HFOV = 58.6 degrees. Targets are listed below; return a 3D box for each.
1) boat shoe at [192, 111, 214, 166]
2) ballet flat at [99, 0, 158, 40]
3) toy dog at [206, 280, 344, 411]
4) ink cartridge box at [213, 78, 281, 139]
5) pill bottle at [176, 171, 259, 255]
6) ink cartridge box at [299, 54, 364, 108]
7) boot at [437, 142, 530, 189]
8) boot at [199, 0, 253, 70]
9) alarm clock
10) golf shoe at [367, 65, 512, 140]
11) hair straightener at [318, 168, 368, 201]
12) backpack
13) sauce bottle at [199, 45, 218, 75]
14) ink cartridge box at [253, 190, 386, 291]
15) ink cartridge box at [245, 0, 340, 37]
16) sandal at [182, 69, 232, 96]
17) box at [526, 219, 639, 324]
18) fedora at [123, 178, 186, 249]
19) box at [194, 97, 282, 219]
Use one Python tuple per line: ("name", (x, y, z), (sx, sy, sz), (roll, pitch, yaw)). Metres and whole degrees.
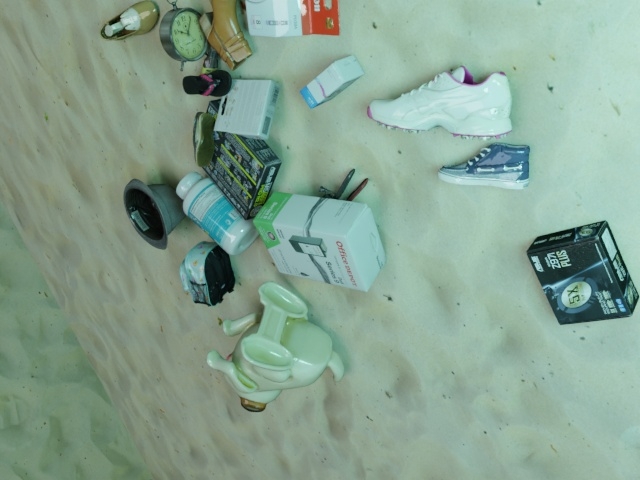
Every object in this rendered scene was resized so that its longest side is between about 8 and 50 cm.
("boat shoe", (-0.324, -0.279, 1.567), (0.049, 0.056, 0.152), (33, 121, 40))
("ballet flat", (-0.549, -0.612, 1.619), (0.232, 0.073, 0.080), (-7, 112, 42))
("toy dog", (-0.158, 0.371, 1.816), (0.395, 0.285, 0.408), (21, 138, -20))
("ink cartridge box", (-0.190, -0.339, 1.470), (0.179, 0.045, 0.146), (15, 91, 42))
("pill bottle", (-0.306, -0.088, 1.697), (0.264, 0.146, 0.146), (41, 135, 13))
("ink cartridge box", (0.026, -0.357, 1.287), (0.122, 0.088, 0.052), (-29, 96, 46))
("boot", (0.336, -0.161, 1.178), (0.189, 0.069, 0.086), (8, 115, 27))
("boot", (-0.213, -0.523, 1.399), (0.152, 0.073, 0.197), (58, 148, -4))
("alarm clock", (-0.355, -0.544, 1.455), (0.064, 0.129, 0.192), (16, 134, 33))
("golf shoe", (0.239, -0.284, 1.156), (0.306, 0.115, 0.140), (11, 113, 27))
("hair straightener", (0.032, -0.113, 1.470), (0.089, 0.047, 0.230), (37, 142, -4))
("backpack", (-0.368, 0.096, 1.851), (0.144, 0.166, 0.189), (13, 122, 22))
("sauce bottle", (-0.297, -0.461, 1.526), (0.042, 0.042, 0.128), (42, 137, 11))
("ink cartridge box", (0.000, 0.000, 1.472), (0.289, 0.122, 0.211), (10, 140, 34))
("ink cartridge box", (-0.071, -0.553, 1.272), (0.232, 0.066, 0.189), (19, 127, 35))
("sandal", (-0.306, -0.410, 1.505), (0.179, 0.040, 0.067), (5, 109, 33))
("box", (0.526, 0.068, 1.146), (0.147, 0.077, 0.180), (-17, 105, 45))
("fedora", (-0.536, -0.102, 1.895), (0.275, 0.124, 0.244), (11, 121, 45))
("box", (-0.235, -0.223, 1.579), (0.270, 0.060, 0.216), (49, 137, 20))
